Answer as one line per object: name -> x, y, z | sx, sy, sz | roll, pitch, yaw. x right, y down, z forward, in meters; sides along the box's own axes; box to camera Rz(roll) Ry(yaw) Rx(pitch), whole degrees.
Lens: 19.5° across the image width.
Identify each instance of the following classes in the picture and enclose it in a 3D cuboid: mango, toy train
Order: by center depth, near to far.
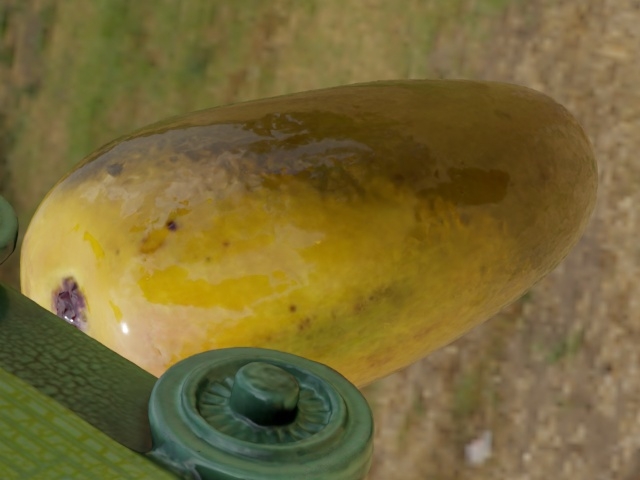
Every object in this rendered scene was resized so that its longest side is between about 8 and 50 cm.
toy train -> -0.172, 0.113, 0.855 | 0.442, 0.272, 0.179 | 28, 122, 30
mango -> 0.000, 0.000, 1.359 | 0.300, 0.446, 0.232 | 158, 96, -77
